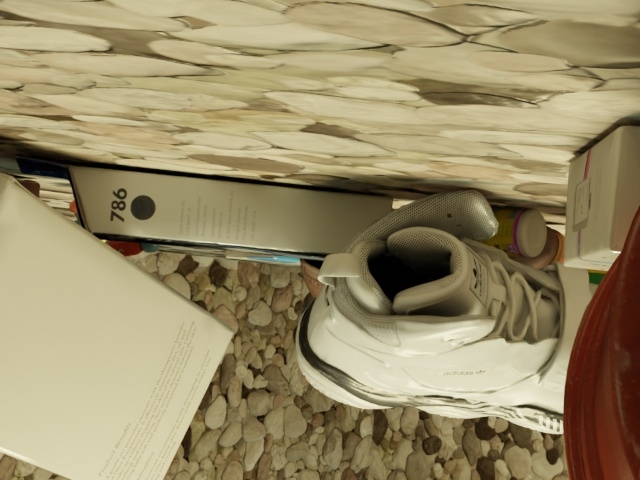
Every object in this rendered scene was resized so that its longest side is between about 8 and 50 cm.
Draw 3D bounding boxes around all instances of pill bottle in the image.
[{"bbox_3d":[0.158,-0.008,1.217,0.083,0.043,0.043,3,176,40],"label":"pill bottle"}]

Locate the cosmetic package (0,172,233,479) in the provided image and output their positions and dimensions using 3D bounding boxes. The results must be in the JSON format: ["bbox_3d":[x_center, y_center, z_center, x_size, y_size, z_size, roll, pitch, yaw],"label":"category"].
[{"bbox_3d":[-0.249,0.082,1.163,0.155,0.197,0.365,19,167,32],"label":"cosmetic package"}]

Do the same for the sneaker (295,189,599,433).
[{"bbox_3d":[0.163,0.066,1.134,0.366,0.137,0.210,3,154,0],"label":"sneaker"}]

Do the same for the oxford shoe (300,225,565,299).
[{"bbox_3d":[0.109,0.022,1.358,0.271,0.097,0.098,-14,136,18],"label":"oxford shoe"}]

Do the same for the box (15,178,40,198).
[{"bbox_3d":[-0.408,0.027,1.374,0.167,0.203,0.168,4,176,38],"label":"box"}]

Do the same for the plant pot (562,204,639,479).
[{"bbox_3d":[0.210,0.056,0.475,0.272,0.272,0.265,5,169,16],"label":"plant pot"}]

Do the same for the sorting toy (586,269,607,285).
[{"bbox_3d":[0.370,0.056,1.618,0.255,0.089,0.257,6,177,-10],"label":"sorting toy"}]

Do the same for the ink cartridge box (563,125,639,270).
[{"bbox_3d":[0.202,-0.015,0.755,0.115,0.067,0.198,5,177,2],"label":"ink cartridge box"}]

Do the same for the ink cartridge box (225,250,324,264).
[{"bbox_3d":[0.000,0.000,1.486,0.180,0.060,0.104,7,176,-34],"label":"ink cartridge box"}]

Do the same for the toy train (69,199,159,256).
[{"bbox_3d":[-0.220,-0.015,1.383,0.166,0.046,0.125,-6,-156,34],"label":"toy train"}]

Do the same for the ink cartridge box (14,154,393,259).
[{"bbox_3d":[-0.112,-0.024,1.240,0.332,0.065,0.165,7,177,-9],"label":"ink cartridge box"}]
